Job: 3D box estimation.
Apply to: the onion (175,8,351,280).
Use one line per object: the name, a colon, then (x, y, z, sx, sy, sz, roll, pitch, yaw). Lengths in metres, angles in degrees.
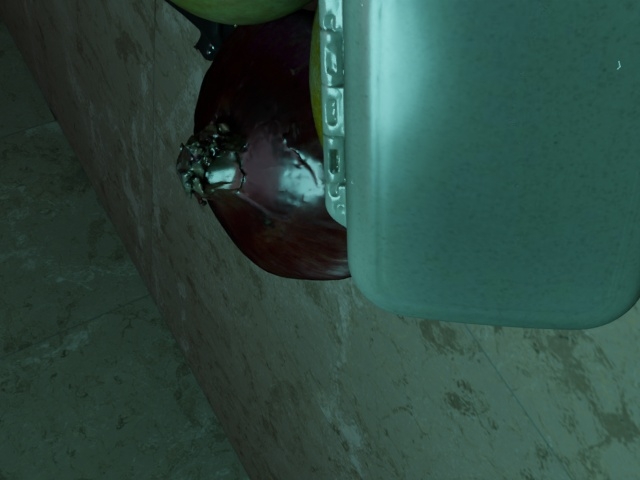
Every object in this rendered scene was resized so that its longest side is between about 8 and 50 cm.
onion: (-0.056, -0.106, 0.956, 0.348, 0.285, 0.347, 22, 118, 48)

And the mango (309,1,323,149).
mango: (0.088, -0.178, 0.725, 0.146, 0.193, 0.316, -99, 12, -61)

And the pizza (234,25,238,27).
pizza: (-0.124, -0.405, 1.021, 0.056, 0.134, 0.271, -15, -69, -73)

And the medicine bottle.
medicine bottle: (0.143, -0.102, 0.599, 0.123, 0.282, 0.375, -71, -17, -55)

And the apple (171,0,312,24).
apple: (-0.072, -0.354, 0.825, 0.234, 0.257, 0.257, 15, 131, 25)

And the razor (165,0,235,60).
razor: (-0.202, -0.421, 1.190, 0.327, 0.107, 0.189, 48, 149, 26)
